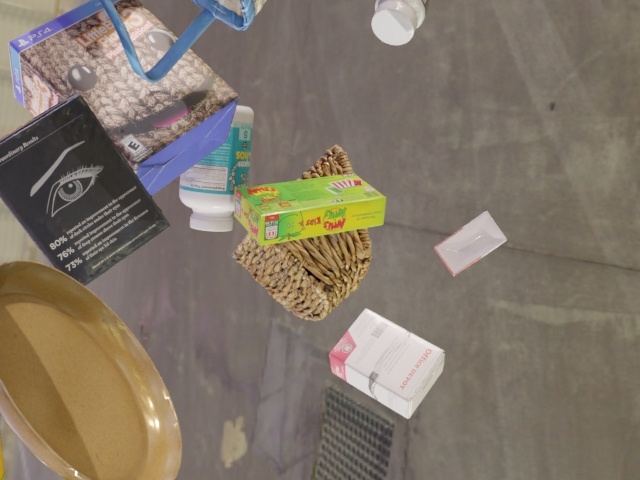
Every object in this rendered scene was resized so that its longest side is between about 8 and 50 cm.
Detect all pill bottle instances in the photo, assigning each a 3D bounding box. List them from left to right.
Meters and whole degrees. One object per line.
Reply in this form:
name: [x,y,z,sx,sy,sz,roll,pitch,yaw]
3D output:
pill bottle: [-0.222,-0.156,1.557,0.146,0.146,0.264,-155,69,-63]
pill bottle: [0.127,-0.364,1.108,0.078,0.078,0.137,-37,26,56]

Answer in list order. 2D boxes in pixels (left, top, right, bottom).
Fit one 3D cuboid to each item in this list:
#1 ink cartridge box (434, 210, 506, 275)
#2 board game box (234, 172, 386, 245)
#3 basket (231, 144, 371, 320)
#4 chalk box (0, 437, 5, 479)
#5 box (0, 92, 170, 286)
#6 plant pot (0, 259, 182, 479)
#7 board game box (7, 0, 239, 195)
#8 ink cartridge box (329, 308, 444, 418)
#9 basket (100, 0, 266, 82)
ink cartridge box: [0.281,0.007,1.386,0.115,0.198,0.067,-35,82,8]
board game box: [-0.014,-0.045,0.983,0.092,0.181,0.043,43,136,52]
basket: [0.000,0.000,1.343,0.223,0.213,0.299,-46,2,-19]
chalk box: [-0.730,0.441,1.417,0.180,0.179,0.289,-40,57,36]
box: [-0.320,-0.062,0.951,0.207,0.153,0.108,59,162,-17]
plant pot: [-0.207,0.121,0.633,0.032,0.236,0.236,-36,39,7]
board game box: [-0.323,-0.241,1.226,0.291,0.232,0.141,43,148,7]
ink cartridge box: [0.153,0.279,1.685,0.217,0.158,0.092,26,147,27]
basket: [-0.180,-0.381,1.002,0.289,0.201,0.255,-53,-18,-18]
